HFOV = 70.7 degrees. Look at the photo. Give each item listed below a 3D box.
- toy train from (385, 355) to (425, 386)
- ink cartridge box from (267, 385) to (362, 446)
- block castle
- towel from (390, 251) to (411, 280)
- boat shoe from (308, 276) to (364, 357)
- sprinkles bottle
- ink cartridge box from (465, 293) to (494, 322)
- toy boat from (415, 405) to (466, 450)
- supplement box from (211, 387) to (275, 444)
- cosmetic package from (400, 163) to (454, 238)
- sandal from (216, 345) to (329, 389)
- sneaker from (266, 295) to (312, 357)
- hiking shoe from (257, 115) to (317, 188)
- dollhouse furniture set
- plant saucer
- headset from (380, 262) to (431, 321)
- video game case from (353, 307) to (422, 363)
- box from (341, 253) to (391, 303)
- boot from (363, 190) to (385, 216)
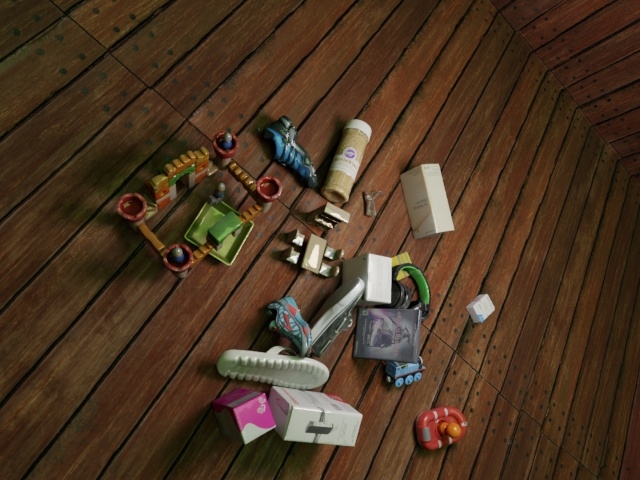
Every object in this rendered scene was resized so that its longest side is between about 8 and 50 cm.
[{"bbox_3d":[0.345,0.524,1.830,0.184,0.080,0.105,-5,110,-30],"label":"toy train"},{"bbox_3d":[-0.029,0.596,1.535,0.272,0.197,0.114,18,85,-25],"label":"ink cartridge box"},{"bbox_3d":[-0.378,-0.127,1.446,0.303,0.213,0.453,47,66,4],"label":"block castle"},{"bbox_3d":[0.305,0.130,1.948,0.237,0.021,0.102,-19,85,-31],"label":"towel"},{"bbox_3d":[0.060,0.287,1.673,0.119,0.121,0.335,41,92,-13],"label":"boat shoe"},{"bbox_3d":[0.110,-0.331,1.879,0.121,0.121,0.356,28,67,-22],"label":"sprinkles bottle"},{"bbox_3d":[0.762,0.323,2.146,0.122,0.052,0.089,-30,95,-30],"label":"ink cartridge box"},{"bbox_3d":[0.513,0.770,1.843,0.230,0.151,0.151,-2,80,-30],"label":"toy boat"},{"bbox_3d":[-0.247,0.545,1.417,0.113,0.220,0.111,-18,89,-31],"label":"supplement box"},{"bbox_3d":[0.477,-0.174,2.034,0.113,0.160,0.310,-7,81,-30],"label":"cosmetic package"},{"bbox_3d":[-0.150,0.420,1.560,0.415,0.169,0.102,19,37,-27],"label":"sandal"},{"bbox_3d":[-0.117,0.312,1.571,0.125,0.104,0.262,-9,39,-23],"label":"sneaker"},{"bbox_3d":[-0.119,-0.330,1.775,0.132,0.113,0.304,-29,101,-1],"label":"hiking shoe"},{"bbox_3d":[0.000,0.000,1.716,0.212,0.161,0.242,25,68,-23],"label":"dollhouse furniture set"},{"bbox_3d":[-0.357,-0.032,1.586,0.188,0.045,0.188,35,64,-18],"label":"plant saucer"},{"bbox_3d":[0.359,0.264,1.835,0.243,0.185,0.394,44,53,-21],"label":"headset"},{"bbox_3d":[0.252,0.359,1.721,0.026,0.274,0.196,27,65,-45],"label":"video game case"},{"bbox_3d":[0.179,0.159,1.772,0.118,0.181,0.181,12,73,-29],"label":"box"},{"bbox_3d":[0.239,-0.156,1.962,0.106,0.037,0.114,-3,77,-17],"label":"boot"}]
